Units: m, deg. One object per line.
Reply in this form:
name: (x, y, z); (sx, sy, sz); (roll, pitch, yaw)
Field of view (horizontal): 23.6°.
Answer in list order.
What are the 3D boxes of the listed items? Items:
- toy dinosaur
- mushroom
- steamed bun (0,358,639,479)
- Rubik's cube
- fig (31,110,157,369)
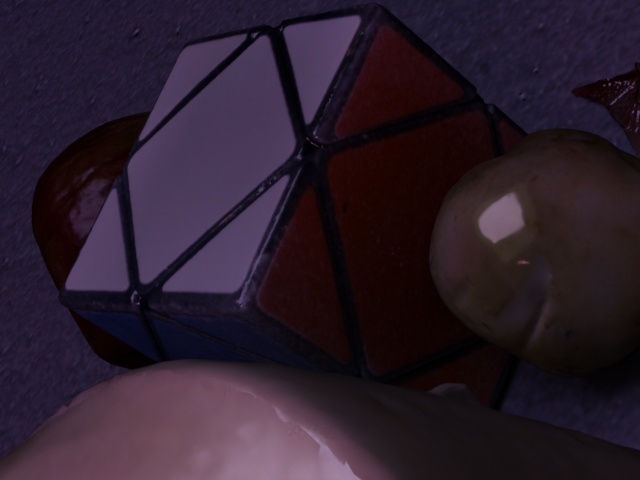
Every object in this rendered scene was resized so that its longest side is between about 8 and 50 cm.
toy dinosaur: (0.212, -0.078, 0.919); (0.220, 0.032, 0.108); (16, 77, 58)
mushroom: (0.135, 0.005, 0.859); (0.148, 0.148, 0.112); (-58, -11, -5)
steamed bun: (-0.019, 0.273, 0.595); (0.456, 0.371, 0.290); (-44, 50, 21)
Rubik's cube: (0.000, 0.000, 0.957); (0.205, 0.205, 0.207); (-1, 61, 51)
fig: (-0.094, -0.040, 1.170); (0.290, 0.190, 0.191); (-48, 29, -22)
